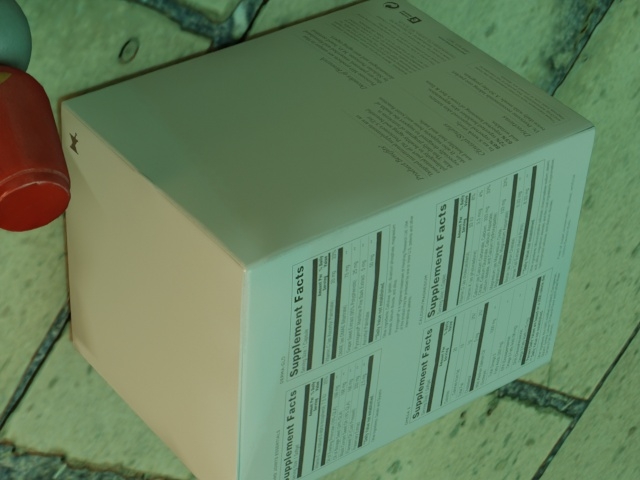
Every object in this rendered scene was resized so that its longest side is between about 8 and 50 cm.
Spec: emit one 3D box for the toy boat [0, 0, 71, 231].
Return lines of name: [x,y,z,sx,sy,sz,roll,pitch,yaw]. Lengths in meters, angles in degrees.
toy boat: [-0.264,-0.082,0.746,0.318,0.148,0.267,6,138,-44]

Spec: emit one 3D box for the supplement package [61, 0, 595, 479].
supplement package: [0.000,0.000,1.014,0.262,0.199,0.198,-22,134,-31]
